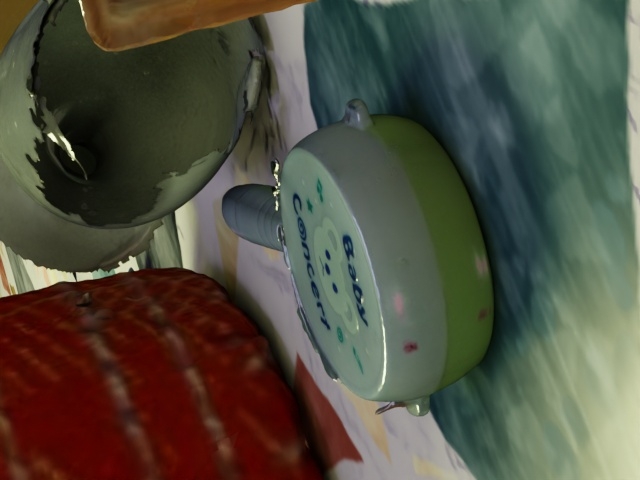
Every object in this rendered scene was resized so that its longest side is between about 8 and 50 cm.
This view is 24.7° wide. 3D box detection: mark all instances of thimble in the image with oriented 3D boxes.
[{"bbox_3d":[-0.139,0.184,0.952,0.350,0.231,0.350,165,90,-72],"label":"thimble"}]

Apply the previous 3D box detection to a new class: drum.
[{"bbox_3d":[-0.003,-0.019,0.648,0.253,0.049,0.130,-136,34,-58],"label":"drum"}]

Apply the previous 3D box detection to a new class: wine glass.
[{"bbox_3d":[-0.128,-0.066,0.850,0.321,0.143,0.143,149,105,-72],"label":"wine glass"}]

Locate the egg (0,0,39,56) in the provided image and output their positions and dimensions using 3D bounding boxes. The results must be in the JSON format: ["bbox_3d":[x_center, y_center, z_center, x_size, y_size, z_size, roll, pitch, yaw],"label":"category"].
[{"bbox_3d":[-0.338,-0.237,1.067,0.374,0.301,0.301,-143,40,-65],"label":"egg"}]

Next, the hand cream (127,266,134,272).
[{"bbox_3d":[-0.172,0.110,1.282,0.256,0.055,0.088,118,141,-63],"label":"hand cream"}]

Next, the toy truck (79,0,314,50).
[{"bbox_3d":[-0.015,-0.227,0.240,0.387,0.173,0.207,83,170,-58],"label":"toy truck"}]
